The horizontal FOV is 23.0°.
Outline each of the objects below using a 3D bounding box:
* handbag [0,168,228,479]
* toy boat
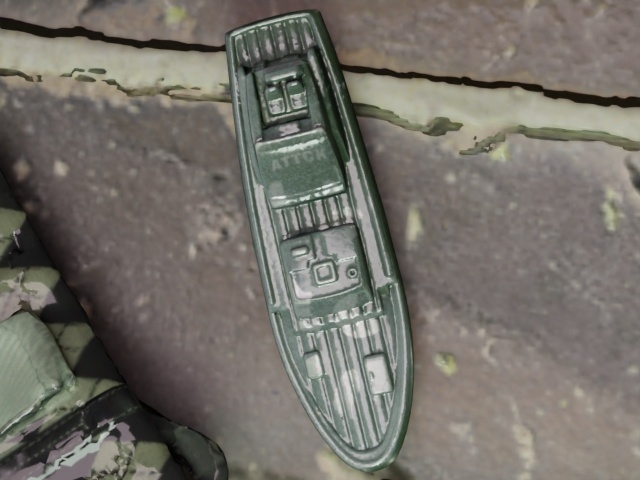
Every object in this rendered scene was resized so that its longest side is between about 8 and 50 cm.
[{"bbox_3d":[-0.269,0.060,0.872,0.317,0.180,0.416,-29,81,-8],"label":"handbag"},{"bbox_3d":[0.000,0.000,0.873,0.078,0.085,0.260,-13,83,6],"label":"toy boat"}]
